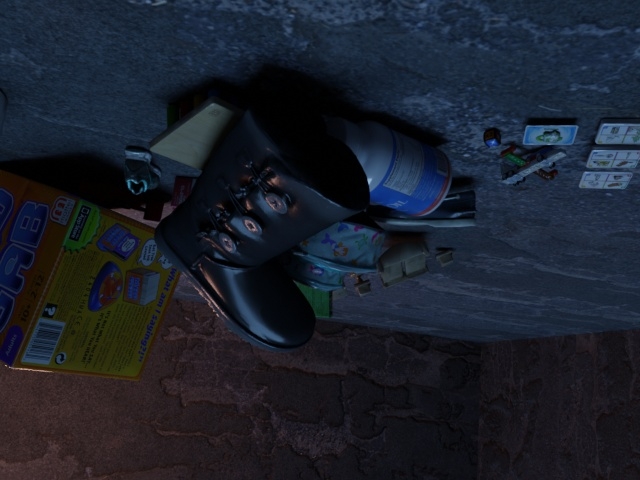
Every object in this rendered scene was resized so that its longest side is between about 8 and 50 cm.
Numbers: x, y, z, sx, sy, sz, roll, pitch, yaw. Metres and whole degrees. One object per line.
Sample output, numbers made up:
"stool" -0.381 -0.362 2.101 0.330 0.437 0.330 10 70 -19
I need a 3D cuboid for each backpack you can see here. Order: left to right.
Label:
"backpack" 0.000 0.000 1.313 0.253 0.191 0.225 12 -178 18

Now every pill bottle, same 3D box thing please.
"pill bottle" 0.099 -0.124 1.052 0.221 0.124 0.124 16 162 -33

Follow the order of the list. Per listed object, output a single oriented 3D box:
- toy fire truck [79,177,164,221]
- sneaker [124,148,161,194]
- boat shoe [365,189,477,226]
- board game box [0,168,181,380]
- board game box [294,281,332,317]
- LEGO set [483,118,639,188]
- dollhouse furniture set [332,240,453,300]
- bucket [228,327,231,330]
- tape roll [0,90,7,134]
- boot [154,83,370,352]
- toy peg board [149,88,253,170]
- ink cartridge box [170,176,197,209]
"toy fire truck" -0.472 -0.096 1.533 0.192 0.047 0.135 12 168 -14
"sneaker" -0.371 -0.127 1.314 0.064 0.076 0.166 6 166 1
"boat shoe" 0.199 -0.069 1.311 0.254 0.079 0.095 4 -176 44
"board game box" -0.590 0.081 1.476 0.356 0.357 0.356 17 173 32
"board game box" -0.038 0.052 1.533 0.136 0.260 0.030 1 -177 18
"LEGO set" 0.388 -0.150 1.045 0.244 0.060 0.182 1 153 11
"dollhouse furniture set" 0.164 0.006 1.689 0.355 0.174 0.303 -21 162 1
"bucket" -0.179 0.171 2.040 0.183 0.281 0.281 11 165 -24
"tape roll" -0.650 -0.179 1.028 0.246 0.169 0.246 6 166 1
"boot" -0.056 0.001 1.057 0.367 0.146 0.445 40 139 -12
"toy peg board" -0.165 -0.187 1.041 0.160 0.079 0.161 -26 151 35
"ink cartridge box" -0.230 -0.083 1.437 0.175 0.072 0.127 5 165 5
